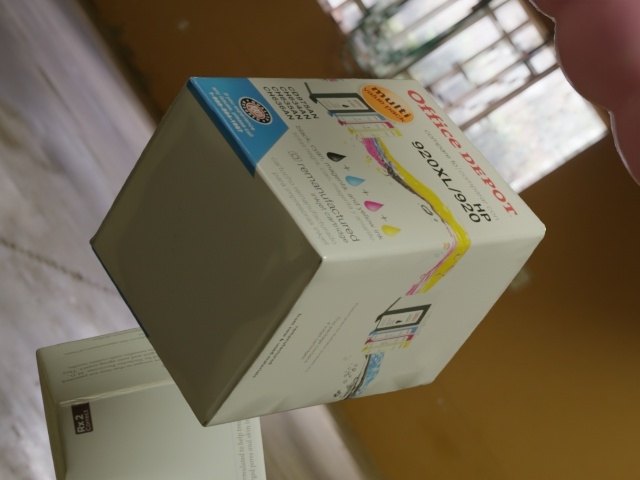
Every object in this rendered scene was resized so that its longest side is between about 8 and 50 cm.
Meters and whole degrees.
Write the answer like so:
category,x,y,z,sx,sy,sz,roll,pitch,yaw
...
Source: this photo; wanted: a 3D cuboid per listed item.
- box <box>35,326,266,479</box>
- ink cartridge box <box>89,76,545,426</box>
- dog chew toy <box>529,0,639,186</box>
category,x,y,z,sx,sy,sz,roll,pitch,yaw
box,-0.153,0.181,1.374,0.119,0.182,0.181,-128,-149,-60
ink cartridge box,0.000,0.000,1.054,0.232,0.168,0.171,-6,50,-46
dog chew toy,0.307,-0.181,1.349,0.332,0.206,0.206,48,2,4
